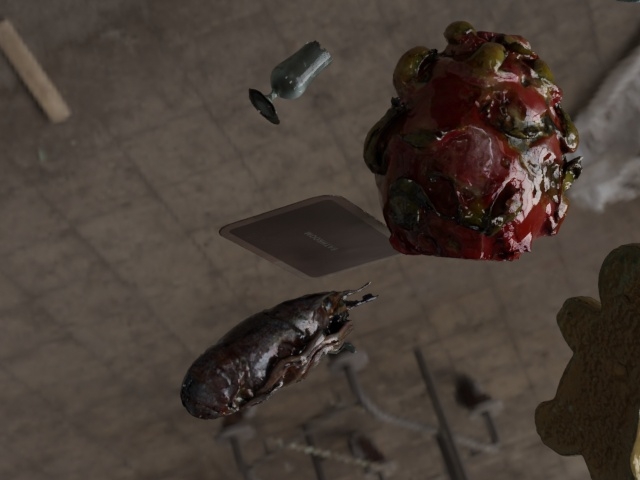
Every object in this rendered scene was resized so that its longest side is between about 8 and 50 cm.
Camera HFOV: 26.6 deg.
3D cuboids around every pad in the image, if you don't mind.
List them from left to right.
[{"bbox_3d":[0.000,0.000,1.760,0.176,0.002,0.266,-17,157,23],"label":"pad"}]

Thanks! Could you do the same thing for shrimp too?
[{"bbox_3d":[-0.027,0.082,1.060,0.190,0.075,0.073,-34,144,-31],"label":"shrimp"}]

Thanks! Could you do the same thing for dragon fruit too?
[{"bbox_3d":[0.181,-0.121,1.664,0.250,0.291,0.269,12,-168,36],"label":"dragon fruit"}]

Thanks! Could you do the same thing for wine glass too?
[{"bbox_3d":[-0.025,-0.147,1.249,0.083,0.042,0.039,-44,178,-22],"label":"wine glass"}]

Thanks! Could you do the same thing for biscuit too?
[{"bbox_3d":[0.253,0.107,1.138,0.030,0.153,0.234,-13,124,-33],"label":"biscuit"}]

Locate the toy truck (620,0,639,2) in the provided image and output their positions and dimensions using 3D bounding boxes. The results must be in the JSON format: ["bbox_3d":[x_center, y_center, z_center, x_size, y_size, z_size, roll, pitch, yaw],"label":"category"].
[{"bbox_3d":[0.218,-0.314,1.006,0.136,0.162,0.305,-52,138,-11],"label":"toy truck"}]
